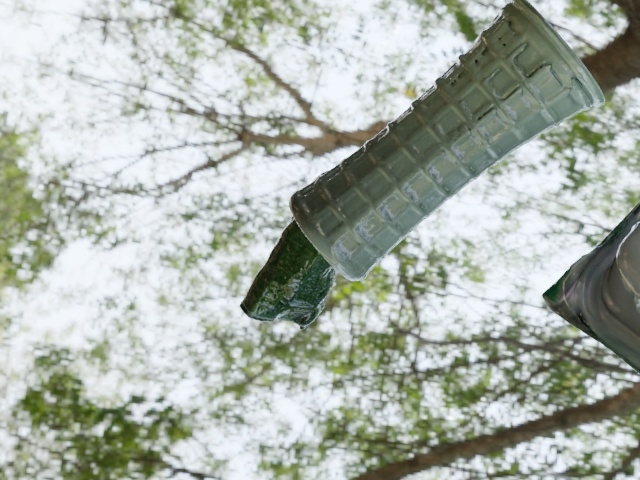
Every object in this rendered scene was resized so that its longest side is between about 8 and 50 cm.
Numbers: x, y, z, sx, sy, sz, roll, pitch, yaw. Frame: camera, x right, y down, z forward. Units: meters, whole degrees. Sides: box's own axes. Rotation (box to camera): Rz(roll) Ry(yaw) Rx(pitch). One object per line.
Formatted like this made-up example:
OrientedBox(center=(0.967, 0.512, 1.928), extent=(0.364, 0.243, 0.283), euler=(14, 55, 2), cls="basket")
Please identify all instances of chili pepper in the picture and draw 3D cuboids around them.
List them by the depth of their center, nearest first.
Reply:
OrientedBox(center=(0.000, 0.000, 1.492), extent=(0.270, 0.136, 0.099), euler=(-56, -144, 20), cls="chili pepper")

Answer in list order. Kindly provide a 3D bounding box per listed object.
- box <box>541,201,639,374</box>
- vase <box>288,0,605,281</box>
OrientedBox(center=(0.435, 0.050, 1.063), extent=(0.264, 0.106, 0.337), euler=(-43, -124, -11), cls="box")
OrientedBox(center=(0.113, -0.092, 1.021), extent=(0.299, 0.143, 0.143), euler=(-40, -139, 10), cls="vase")
